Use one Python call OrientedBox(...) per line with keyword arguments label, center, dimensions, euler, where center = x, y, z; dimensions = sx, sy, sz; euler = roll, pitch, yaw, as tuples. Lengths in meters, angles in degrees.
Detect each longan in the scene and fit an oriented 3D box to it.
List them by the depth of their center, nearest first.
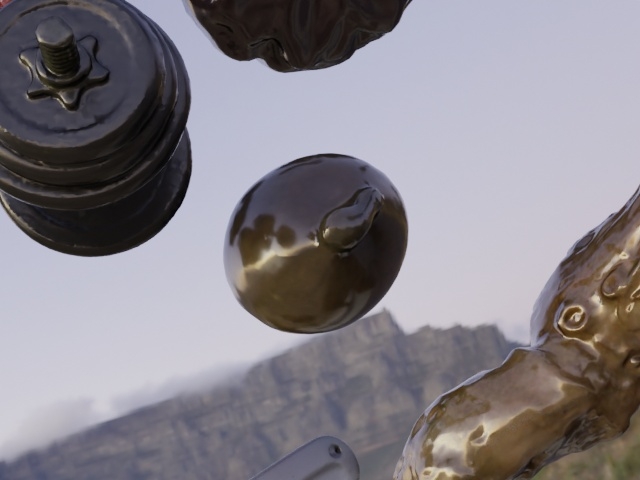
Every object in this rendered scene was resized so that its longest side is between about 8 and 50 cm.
OrientedBox(label="longan", center=(0.000, 0.000, 0.590), dimensions=(0.106, 0.106, 0.119), euler=(-12, -10, -22))

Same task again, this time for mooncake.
OrientedBox(label="mooncake", center=(-0.020, -0.304, 1.054), dimensions=(0.283, 0.283, 0.141), euler=(-13, 30, -19))

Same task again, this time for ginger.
OrientedBox(label="ginger", center=(0.109, 0.060, 0.519), dimensions=(0.290, 0.084, 0.122), euler=(-55, 10, 15))

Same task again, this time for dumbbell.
OrientedBox(label="dumbbell", center=(-0.107, -0.049, 0.490), dimensions=(0.099, 0.099, 0.208), euler=(-15, -12, -10))

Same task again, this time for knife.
OrientedBox(label="knife", center=(-0.062, 0.241, 0.894), dimensions=(0.266, 0.073, 0.040), euler=(-23, -25, -43))

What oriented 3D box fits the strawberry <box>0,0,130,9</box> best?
OrientedBox(label="strawberry", center=(-0.203, -0.181, 0.895), dimensions=(0.086, 0.145, 0.145), euler=(-45, -19, 8))
